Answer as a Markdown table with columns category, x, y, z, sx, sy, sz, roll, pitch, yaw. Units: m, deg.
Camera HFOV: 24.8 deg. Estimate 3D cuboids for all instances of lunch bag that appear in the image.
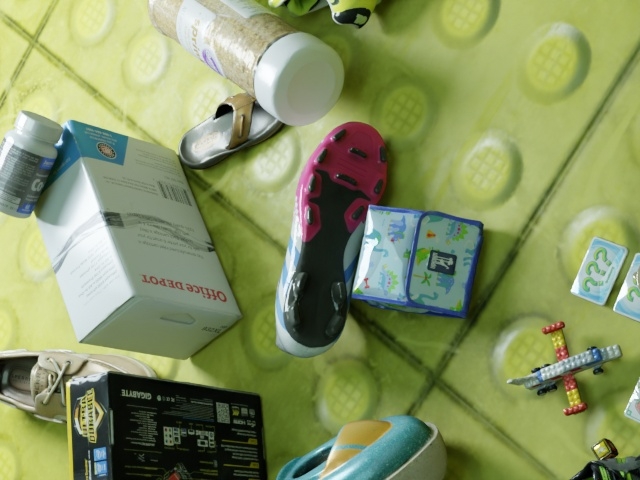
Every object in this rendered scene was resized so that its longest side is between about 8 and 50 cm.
| category | x | y | z | sx | sy | sz | roll | pitch | yaw |
| --- | --- | --- | --- | --- | --- | --- | --- | --- | --- |
| lunch bag | 0.128 | 0.029 | 1.867 | 0.151 | 0.096 | 0.129 | 9 | 83 | 23 |

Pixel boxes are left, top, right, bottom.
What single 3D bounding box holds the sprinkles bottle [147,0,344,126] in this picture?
| category | x | y | z | sx | sy | sz | roll | pitch | yaw |
| --- | --- | --- | --- | --- | --- | --- | --- | --- | --- |
| sprinkles bottle | -0.112 | -0.284 | 2.064 | 0.355 | 0.121 | 0.121 | 39 | 104 | 44 |

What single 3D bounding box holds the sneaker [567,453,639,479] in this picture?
| category | x | y | z | sx | sy | sz | roll | pitch | yaw |
| --- | --- | --- | --- | --- | --- | --- | --- | --- | --- |
| sneaker | 0.346 | 0.277 | 1.653 | 0.188 | 0.078 | 0.067 | -27 | 65 | 29 |

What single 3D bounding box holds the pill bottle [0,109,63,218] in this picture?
| category | x | y | z | sx | sy | sz | roll | pitch | yaw |
| --- | --- | --- | --- | --- | --- | --- | --- | --- | --- |
| pill bottle | -0.413 | -0.107 | 2.022 | 0.078 | 0.078 | 0.137 | 33 | 102 | 37 |

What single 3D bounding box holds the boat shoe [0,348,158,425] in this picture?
| category | x | y | z | sx | sy | sz | roll | pitch | yaw |
| --- | --- | --- | --- | --- | --- | --- | --- | --- | --- |
| boat shoe | -0.390 | 0.225 | 2.193 | 0.341 | 0.110 | 0.122 | -1 | 80 | 37 |

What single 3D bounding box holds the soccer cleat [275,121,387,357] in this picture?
| category | x | y | z | sx | sy | sz | roll | pitch | yaw |
| --- | --- | --- | --- | --- | --- | --- | --- | --- | --- |
| soccer cleat | 0.000 | 0.000 | 1.953 | 0.143 | 0.116 | 0.331 | 136 | 151 | -68 |

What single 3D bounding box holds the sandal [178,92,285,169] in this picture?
| category | x | y | z | sx | sy | sz | roll | pitch | yaw |
| --- | --- | --- | --- | --- | --- | --- | --- | --- | --- |
| sandal | -0.127 | -0.177 | 2.113 | 0.219 | 0.060 | 0.090 | -27 | 66 | 23 |

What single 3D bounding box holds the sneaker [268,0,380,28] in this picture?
| category | x | y | z | sx | sy | sz | roll | pitch | yaw |
| --- | --- | --- | --- | --- | --- | --- | --- | --- | --- |
| sneaker | -0.064 | -0.403 | 2.069 | 0.384 | 0.145 | 0.147 | 21 | 96 | 41 |

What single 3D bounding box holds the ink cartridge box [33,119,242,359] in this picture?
| category | x | y | z | sx | sy | sz | roll | pitch | yaw |
| --- | --- | --- | --- | --- | --- | --- | --- | --- | --- |
| ink cartridge box | -0.273 | 0.003 | 2.082 | 0.129 | 0.223 | 0.307 | -38 | 59 | 25 |

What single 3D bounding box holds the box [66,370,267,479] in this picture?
| category | x | y | z | sx | sy | sz | roll | pitch | yaw |
| --- | --- | --- | --- | --- | --- | --- | --- | --- | --- |
| box | -0.190 | 0.315 | 1.892 | 0.079 | 0.322 | 0.257 | -14 | 73 | 33 |

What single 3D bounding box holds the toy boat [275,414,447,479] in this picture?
| category | x | y | z | sx | sy | sz | roll | pitch | yaw |
| --- | --- | --- | --- | --- | --- | --- | --- | --- | --- |
| toy boat | 0.015 | 0.307 | 1.754 | 0.267 | 0.318 | 0.148 | -32 | 97 | 27 |

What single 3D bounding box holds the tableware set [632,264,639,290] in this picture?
| category | x | y | z | sx | sy | sz | roll | pitch | yaw |
| --- | --- | --- | --- | --- | --- | --- | --- | --- | --- |
| tableware set | 0.449 | 0.031 | 1.655 | 0.169 | 0.020 | 0.141 | -50 | 56 | 5 |

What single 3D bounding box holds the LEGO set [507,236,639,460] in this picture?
| category | x | y | z | sx | sy | sz | roll | pitch | yaw |
| --- | --- | --- | --- | --- | --- | --- | --- | --- | --- |
| LEGO set | 0.338 | 0.129 | 1.704 | 0.182 | 0.060 | 0.244 | 25 | 92 | 38 |
